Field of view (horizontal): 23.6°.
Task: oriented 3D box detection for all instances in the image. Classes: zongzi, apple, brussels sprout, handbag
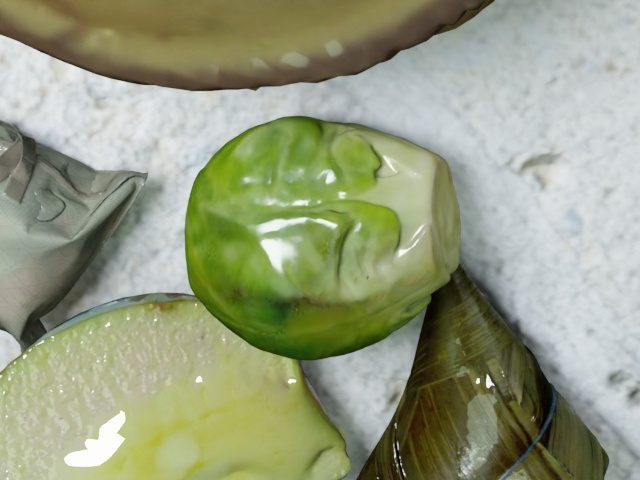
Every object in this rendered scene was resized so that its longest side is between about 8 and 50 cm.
[{"bbox_3d":[0.067,0.139,1.132,0.221,0.112,0.242,-28,111,24],"label":"zongzi"},{"bbox_3d":[-0.132,0.126,1.124,0.265,0.120,0.193,-20,109,-12],"label":"apple"},{"bbox_3d":[0.001,0.001,1.018,0.181,0.144,0.161,6,92,16],"label":"brussels sprout"},{"bbox_3d":[-0.258,-0.038,1.030,0.270,0.117,0.182,33,114,-20],"label":"handbag"}]

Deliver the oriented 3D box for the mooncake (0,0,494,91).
[{"bbox_3d":[-0.056,-0.266,0.771,0.394,0.246,0.393,-26,126,25],"label":"mooncake"}]
